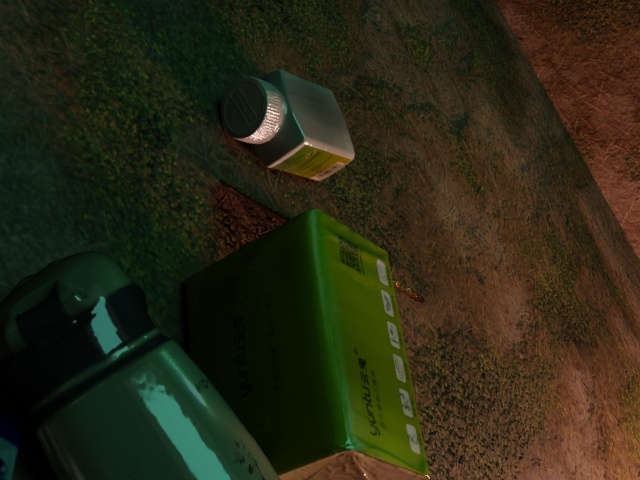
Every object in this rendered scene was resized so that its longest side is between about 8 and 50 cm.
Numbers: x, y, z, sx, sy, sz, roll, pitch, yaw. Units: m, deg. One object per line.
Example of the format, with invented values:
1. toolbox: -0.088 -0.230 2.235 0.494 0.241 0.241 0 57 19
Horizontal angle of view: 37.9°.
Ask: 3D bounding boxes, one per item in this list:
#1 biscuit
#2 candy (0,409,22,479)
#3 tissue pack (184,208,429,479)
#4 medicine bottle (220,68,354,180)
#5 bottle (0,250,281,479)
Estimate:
1. biscuit: 0.000 0.000 1.194 0.237 0.013 0.232 31 -1 -40
2. candy: -0.282 0.220 0.671 0.145 0.070 0.275 28 34 -38
3. tissue pack: -0.022 0.142 0.998 0.167 0.200 0.275 31 41 -42
4. medicine bottle: -0.048 -0.170 1.336 0.188 0.088 0.132 11 55 -52
5. bottle: -0.158 0.170 0.814 0.347 0.168 0.168 57 30 2
